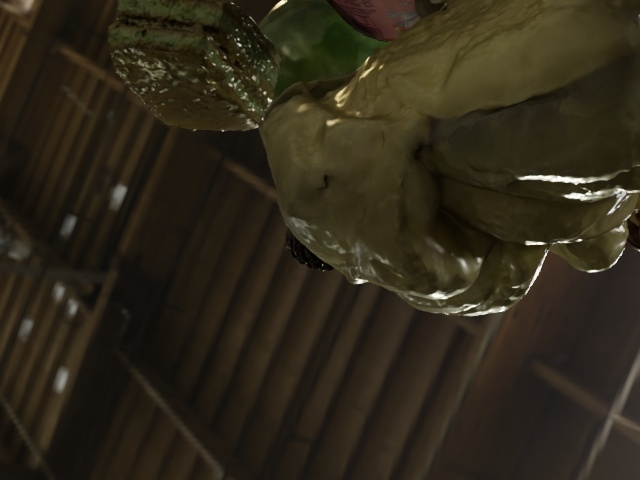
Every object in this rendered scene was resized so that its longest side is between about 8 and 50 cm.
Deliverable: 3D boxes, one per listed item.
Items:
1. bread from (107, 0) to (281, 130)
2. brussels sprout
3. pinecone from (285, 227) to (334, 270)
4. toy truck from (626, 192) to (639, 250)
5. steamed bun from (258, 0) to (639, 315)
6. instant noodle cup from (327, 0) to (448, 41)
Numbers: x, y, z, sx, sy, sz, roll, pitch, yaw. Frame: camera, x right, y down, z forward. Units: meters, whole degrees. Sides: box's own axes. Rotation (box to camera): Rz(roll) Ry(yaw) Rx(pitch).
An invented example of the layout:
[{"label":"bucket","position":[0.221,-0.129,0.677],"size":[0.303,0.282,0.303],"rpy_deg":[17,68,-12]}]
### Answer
[{"label":"bread","position":[-0.137,-0.195,1.544],"size":[0.138,0.196,0.102],"rpy_deg":[5,-108,18]},{"label":"brussels sprout","position":[0.027,-0.212,1.787],"size":[0.244,0.244,0.244],"rpy_deg":[-36,-138,42]},{"label":"pinecone","position":[0.000,0.000,1.600],"size":[0.083,0.077,0.077],"rpy_deg":[-23,-128,51]},{"label":"toy truck","position":[0.471,-0.041,1.576],"size":[0.211,0.288,0.204],"rpy_deg":[-62,-173,9]},{"label":"steamed bun","position":[0.138,-0.068,1.099],"size":[0.372,0.230,0.325],"rpy_deg":[-21,-161,27]},{"label":"instant noodle cup","position":[0.065,-0.341,1.504],"size":[0.243,0.231,0.243],"rpy_deg":[-6,-110,18]}]
